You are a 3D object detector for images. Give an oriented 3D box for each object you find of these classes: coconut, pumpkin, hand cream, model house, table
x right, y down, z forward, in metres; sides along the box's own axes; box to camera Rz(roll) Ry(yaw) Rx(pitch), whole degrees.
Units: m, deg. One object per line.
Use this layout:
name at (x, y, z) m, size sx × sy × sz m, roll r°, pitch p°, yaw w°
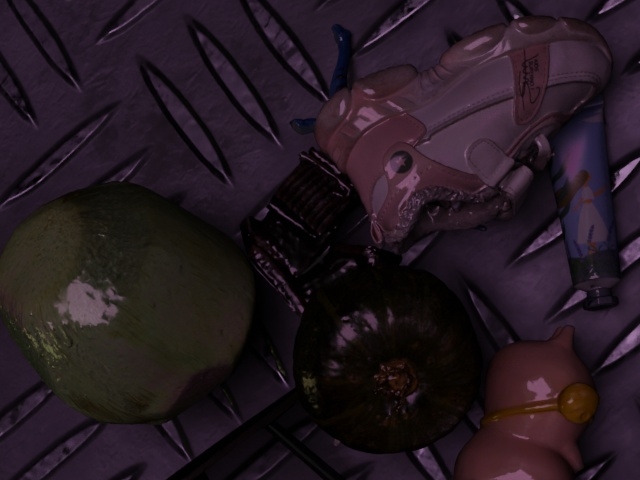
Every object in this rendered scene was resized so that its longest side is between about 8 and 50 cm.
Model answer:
coconut at (-0.220, 0.085, 1.847) m, size 0.328 × 0.328 × 0.281 m, roll 9°, pitch 65°, yaw 21°
pumpkin at (0.074, 0.133, 1.736) m, size 0.223 × 0.157 × 0.224 m, roll -4°, pitch 111°, yaw -11°
hand cream at (0.307, -0.044, 1.797) m, size 0.088 × 0.055 × 0.256 m, roll -14°, pitch 72°, yaw 25°
model house at (0.006, 0.004, 1.851) m, size 0.164 × 0.141 × 0.203 m, roll -44°, pitch 81°, yaw 14°
table at (-0.068, 0.354, 1.776) m, size 0.317 × 0.317 × 0.249 m, roll -36°, pitch 88°, yaw 13°

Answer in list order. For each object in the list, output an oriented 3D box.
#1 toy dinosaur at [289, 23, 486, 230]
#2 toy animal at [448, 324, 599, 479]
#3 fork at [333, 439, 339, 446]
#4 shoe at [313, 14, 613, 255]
toy dinosaur at (0.053, -0.112, 1.876) m, size 0.144 × 0.076 × 0.329 m, roll -28°, pitch 72°, yaw -18°
toy animal at (0.237, 0.213, 1.731) m, size 0.149 × 0.165 × 0.248 m, roll 25°, pitch 82°, yaw 15°
fork at (0.040, 0.199, 1.879) m, size 0.016 × 0.012 × 0.115 m, roll 26°, pitch 94°, yaw 27°
shoe at (0.182, -0.113, 1.758) m, size 0.351 × 0.172 × 0.198 m, roll -20°, pitch 73°, yaw 1°
